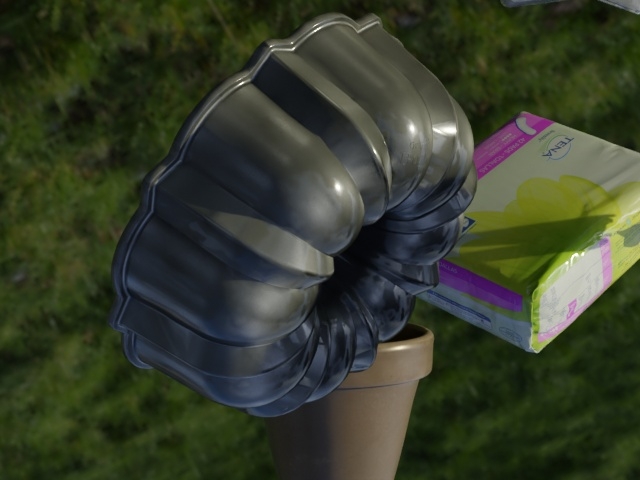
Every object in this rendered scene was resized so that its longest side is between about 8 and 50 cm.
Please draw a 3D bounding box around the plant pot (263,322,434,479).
[{"bbox_3d":[0.022,0.232,1.986,0.263,0.229,0.263,0,-173,0],"label":"plant pot"}]

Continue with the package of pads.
[{"bbox_3d":[0.238,-0.019,1.646,0.296,0.229,0.101,-38,138,-34],"label":"package of pads"}]

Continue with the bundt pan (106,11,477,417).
[{"bbox_3d":[0.000,0.000,1.116,0.331,0.124,0.331,-40,152,-26],"label":"bundt pan"}]

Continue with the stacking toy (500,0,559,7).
[{"bbox_3d":[0.260,-0.229,0.815,0.279,0.309,0.130,11,178,-6],"label":"stacking toy"}]

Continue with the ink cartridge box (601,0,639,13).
[{"bbox_3d":[0.329,-0.388,1.672,0.092,0.160,0.219,-88,-161,-76],"label":"ink cartridge box"}]
